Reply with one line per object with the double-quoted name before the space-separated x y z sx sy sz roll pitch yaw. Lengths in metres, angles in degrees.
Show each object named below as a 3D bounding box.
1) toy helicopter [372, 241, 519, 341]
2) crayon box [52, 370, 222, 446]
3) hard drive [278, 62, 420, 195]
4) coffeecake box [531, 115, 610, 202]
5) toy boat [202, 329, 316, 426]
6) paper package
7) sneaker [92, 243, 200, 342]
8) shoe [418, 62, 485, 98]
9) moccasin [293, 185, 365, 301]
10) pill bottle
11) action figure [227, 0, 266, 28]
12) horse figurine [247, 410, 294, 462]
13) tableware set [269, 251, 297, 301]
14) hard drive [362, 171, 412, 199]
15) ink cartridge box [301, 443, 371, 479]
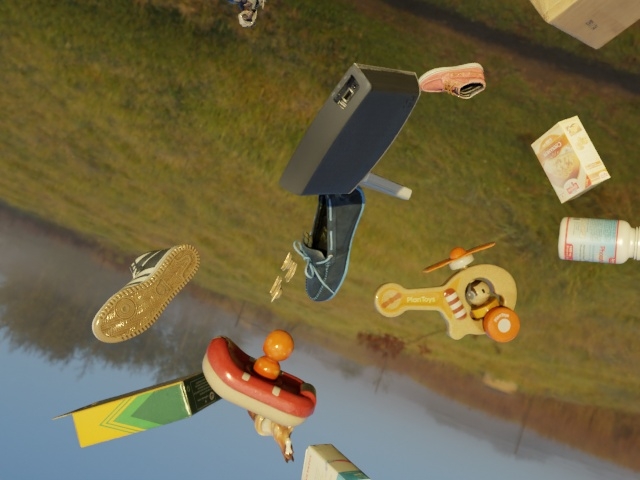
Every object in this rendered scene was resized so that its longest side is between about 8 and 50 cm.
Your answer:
"toy helicopter" 0.300 0.121 1.662 0.355 0.234 0.140 -1 -177 -10
"crayon box" -0.408 0.383 1.583 0.323 0.083 0.203 -17 175 11
"hard drive" 0.053 -0.173 1.158 0.172 0.254 0.054 -6 -128 -45
"coffeecake box" 0.664 -0.213 1.851 0.068 0.185 0.142 -20 169 -20
"toy boat" -0.101 0.236 1.303 0.231 0.151 0.151 25 -175 -4
"paper package" 0.717 -0.664 1.744 0.325 0.168 0.309 0 152 -46
"sneaker" -0.398 0.115 1.511 0.153 0.282 0.099 -4 124 50
"shoe" 0.351 -0.419 1.857 0.178 0.081 0.063 -11 139 11
"moccasin" 0.000 0.000 1.662 0.117 0.342 0.138 -8 -145 -32
"pill bottle" 0.559 0.001 1.374 0.160 0.087 0.087 5 169 24
"action figure" -0.245 -0.723 2.026 0.099 0.185 0.285 -10 178 32
"horse figurine" -0.127 0.449 1.780 0.066 0.174 0.263 -5 -178 -33
"tableware set" -0.113 0.113 2.061 0.020 0.141 0.168 29 -174 -13
"hard drive" 0.119 -0.184 2.030 0.203 0.040 0.307 21 -176 29
"ink cartridge box" 0.022 0.399 1.128 0.052 0.088 0.122 4 -169 -33
